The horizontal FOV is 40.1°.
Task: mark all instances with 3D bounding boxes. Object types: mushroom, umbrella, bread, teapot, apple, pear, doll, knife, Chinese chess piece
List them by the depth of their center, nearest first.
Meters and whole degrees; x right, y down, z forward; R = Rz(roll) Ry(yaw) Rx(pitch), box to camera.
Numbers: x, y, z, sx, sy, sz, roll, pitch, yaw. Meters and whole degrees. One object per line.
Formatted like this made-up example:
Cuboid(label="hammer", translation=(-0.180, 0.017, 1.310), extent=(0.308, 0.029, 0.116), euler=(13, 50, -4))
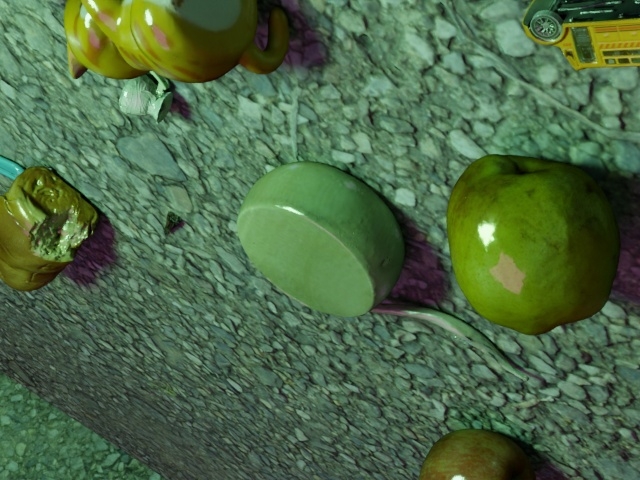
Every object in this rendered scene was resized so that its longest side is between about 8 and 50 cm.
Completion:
Cuboid(label="pear", translation=(0.228, -0.001, 0.959), extent=(0.200, 0.200, 0.200), euler=(25, 148, 17))
Cuboid(label="doll", translation=(-0.193, -0.265, 1.039), extent=(0.269, 0.167, 0.162), euler=(16, 142, 34))
Cuboid(label="Chinese chess piece", translation=(0.000, 0.000, 1.262), extent=(0.250, 0.101, 0.250), euler=(25, 148, 17))
Cuboid(label="teapot", translation=(-0.247, -0.211, 1.267), extent=(0.064, 0.064, 0.083), euler=(25, 117, 3))
Cuboid(label="mushroom", translation=(0.176, 0.135, 1.342), extent=(0.306, 0.043, 0.068), euler=(20, 163, 23))
Cuboid(label="apple", translation=(0.267, 0.413, 1.483), extent=(0.174, 0.188, 0.188), euler=(-18, 121, 44))
Cuboid(label="umbrella", translation=(-0.268, -0.030, 1.570), extent=(0.031, 0.020, 0.083), euler=(38, 154, -3))
Cuboid(label="knife", translation=(-0.679, -0.171, 1.764), extent=(0.222, 0.031, 0.064), euler=(27, 146, 13))
Cuboid(label="bread", translation=(-0.583, -0.011, 1.770), extent=(0.195, 0.149, 0.344), euler=(39, 149, -11))

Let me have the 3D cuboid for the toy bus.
Cuboid(label="toy bus", translation=(0.265, -0.193, 0.772), extent=(0.162, 0.070, 0.074), euler=(6, 141, 38))
